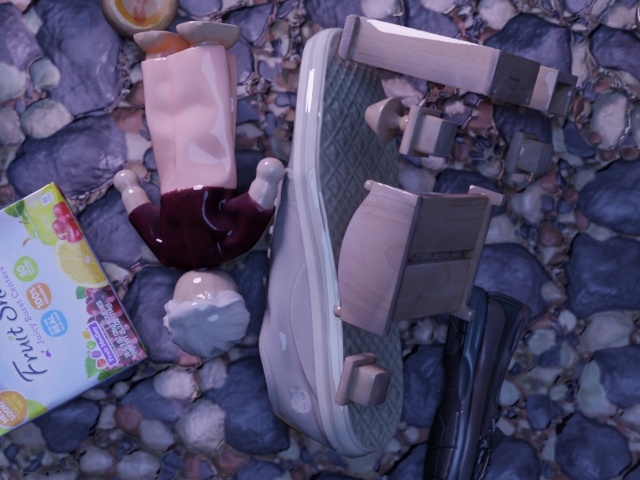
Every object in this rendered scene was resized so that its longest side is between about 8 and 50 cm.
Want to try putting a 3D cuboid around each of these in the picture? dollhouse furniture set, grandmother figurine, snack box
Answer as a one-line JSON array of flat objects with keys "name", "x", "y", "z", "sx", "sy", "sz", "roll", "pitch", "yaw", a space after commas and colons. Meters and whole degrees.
[{"name": "dollhouse furniture set", "x": 0.092, "y": -0.034, "z": 1.336, "sx": 0.173, "sy": 0.303, "sz": 0.356, "roll": 20, "pitch": 101, "yaw": 31}, {"name": "grandmother figurine", "x": -0.122, "y": -0.049, "z": 1.342, "sx": 0.104, "sy": 0.207, "sz": 0.343, "roll": 0, "pitch": 86, "yaw": -48}, {"name": "snack box", "x": -0.302, "y": 0.072, "z": 1.342, "sx": 0.174, "sy": 0.070, "sz": 0.207, "roll": -28, "pitch": 88, "yaw": -6}]

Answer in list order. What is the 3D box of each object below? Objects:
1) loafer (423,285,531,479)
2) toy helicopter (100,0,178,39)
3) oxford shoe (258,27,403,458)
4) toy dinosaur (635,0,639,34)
[{"name": "loafer", "x": 0.170, "y": 0.184, "z": 1.376, "sx": 0.084, "sy": 0.096, "sz": 0.268, "roll": 11, "pitch": 83, "yaw": -11}, {"name": "toy helicopter", "x": -0.241, "y": -0.387, "z": 1.374, "sx": 0.235, "sy": 0.140, "sz": 0.355, "roll": -30, "pitch": 100, "yaw": -16}, {"name": "oxford shoe", "x": 0.000, "y": 0.000, "z": 1.351, "sx": 0.130, "sy": 0.169, "sz": 0.450, "roll": -5, "pitch": 83, "yaw": 37}, {"name": "toy dinosaur", "x": 0.424, "y": -0.132, "z": 1.390, "sx": 0.121, "sy": 0.160, "sz": 0.314, "roll": -7, "pitch": 88, "yaw": -7}]
